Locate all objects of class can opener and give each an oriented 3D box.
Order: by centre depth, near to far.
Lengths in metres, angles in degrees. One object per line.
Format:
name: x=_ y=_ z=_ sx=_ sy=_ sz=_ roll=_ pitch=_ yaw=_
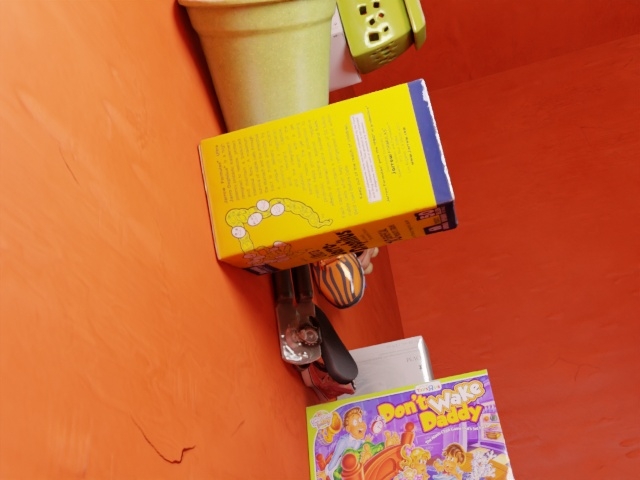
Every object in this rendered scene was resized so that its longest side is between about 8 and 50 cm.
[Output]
can opener: x=-0.058 y=0.104 z=1.282 sx=0.095 sy=0.076 sz=0.283 roll=124 pitch=-39 yaw=-59

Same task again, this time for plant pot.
plant pot: x=-0.086 y=-0.305 z=1.170 sx=0.276 sy=0.276 sz=0.253 roll=-82 pitch=167 yaw=-64
plant pot: x=0.167 y=-0.603 z=1.828 sx=0.228 sy=0.207 sz=0.227 roll=-8 pitch=82 yaw=-81

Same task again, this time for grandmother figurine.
grandmother figurine: x=0.104 y=0.015 z=2.074 sx=0.342 sy=0.104 sz=0.207 roll=56 pitch=43 yaw=-67

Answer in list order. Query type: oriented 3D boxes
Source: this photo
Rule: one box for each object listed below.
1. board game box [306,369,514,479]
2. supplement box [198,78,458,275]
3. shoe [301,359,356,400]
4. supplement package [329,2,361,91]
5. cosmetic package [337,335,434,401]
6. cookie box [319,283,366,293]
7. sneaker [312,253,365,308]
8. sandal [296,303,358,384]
board game box: x=0.155 y=0.385 z=1.209 sx=0.078 sy=0.347 sz=0.233 roll=63 pitch=16 yaw=-49
supplement box: x=0.019 y=-0.085 z=1.073 sx=0.194 sy=0.357 sz=0.195 roll=37 pitch=40 yaw=-73
shoe: x=0.017 y=0.270 z=1.362 sx=0.178 sy=0.081 sz=0.063 roll=62 pitch=17 yaw=-53
supplement package: x=-0.023 y=-0.527 z=1.859 sx=0.262 sy=0.204 sz=0.145 roll=51 pitch=25 yaw=-67
cosmetic package: x=0.159 y=0.367 z=1.592 sx=0.138 sy=0.224 sz=0.224 roll=56 pitch=23 yaw=-64
cookie box: x=0.054 y=0.108 z=1.697 sx=0.092 sy=0.107 sz=0.040 roll=37 pitch=40 yaw=-74
sneaker: x=0.000 y=0.000 z=1.587 sx=0.180 sy=0.125 sz=0.321 roll=52 pitch=15 yaw=-57
sandal: x=0.006 y=0.208 z=1.332 sx=0.097 sy=0.054 sz=0.254 roll=41 pitch=8 yaw=-27
